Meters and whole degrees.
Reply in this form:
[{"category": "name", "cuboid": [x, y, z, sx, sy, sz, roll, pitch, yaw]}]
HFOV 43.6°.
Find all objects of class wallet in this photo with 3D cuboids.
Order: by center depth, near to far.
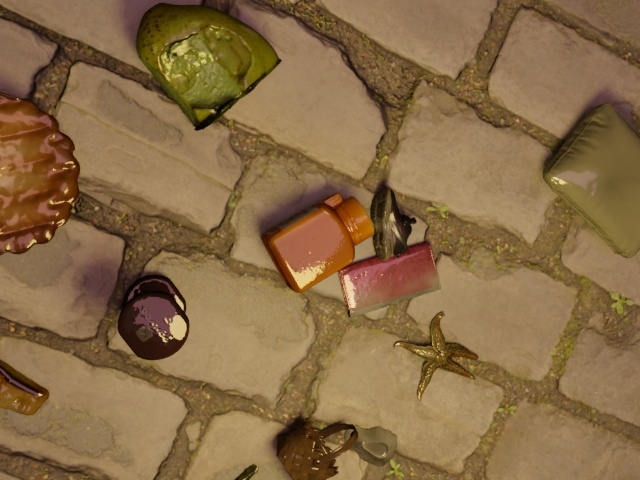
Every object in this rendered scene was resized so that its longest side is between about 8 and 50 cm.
[{"category": "wallet", "cuboid": [0.161, 0.090, 1.862, 0.232, 0.025, 0.119, -16, 100, -12]}]

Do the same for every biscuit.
[{"category": "biscuit", "cuboid": [-0.646, -0.130, 1.598, 0.325, 0.107, 0.326, -2, 96, -17]}, {"category": "biscuit", "cuboid": [-0.691, 0.340, 1.667, 0.174, 0.039, 0.183, 41, 85, -16]}]

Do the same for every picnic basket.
[{"category": "picnic basket", "cuboid": [0.001, 0.465, 1.804, 0.178, 0.128, 0.138, -28, 105, 8]}]

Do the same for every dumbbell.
[{"category": "dumbbell", "cuboid": [-0.340, 0.153, 1.638, 0.124, 0.225, 0.140, -37, 101, -5]}]

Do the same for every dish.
[{"category": "dish", "cuboid": [0.122, 0.483, 1.883, 0.137, 0.039, 0.091, 24, 89, -17]}]

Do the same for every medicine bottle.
[{"category": "medicine bottle", "cuboid": [0.000, 0.000, 1.767, 0.222, 0.112, 0.149, -30, 101, -10]}]

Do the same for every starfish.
[{"category": "starfish", "cuboid": [0.278, 0.282, 1.906, 0.223, 0.050, 0.217, 17, 99, -10]}]

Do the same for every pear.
[{"category": "pear", "cuboid": [-0.236, -0.394, 1.647, 0.238, 0.164, 0.255, -39, 102, -5]}]

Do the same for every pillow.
[{"category": "pillow", "cuboid": [0.709, -0.139, 1.929, 0.322, 0.120, 0.255, 41, 83, -12]}]

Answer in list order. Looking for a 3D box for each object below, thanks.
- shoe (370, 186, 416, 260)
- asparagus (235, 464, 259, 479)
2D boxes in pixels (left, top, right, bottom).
[{"category": "shoe", "cuboid": [0.174, -0.039, 1.833, 0.099, 0.071, 0.169, -4, 95, -21]}, {"category": "asparagus", "cuboid": [-0.180, 0.550, 1.823, 0.108, 0.021, 0.025, -42, 108, -7]}]
